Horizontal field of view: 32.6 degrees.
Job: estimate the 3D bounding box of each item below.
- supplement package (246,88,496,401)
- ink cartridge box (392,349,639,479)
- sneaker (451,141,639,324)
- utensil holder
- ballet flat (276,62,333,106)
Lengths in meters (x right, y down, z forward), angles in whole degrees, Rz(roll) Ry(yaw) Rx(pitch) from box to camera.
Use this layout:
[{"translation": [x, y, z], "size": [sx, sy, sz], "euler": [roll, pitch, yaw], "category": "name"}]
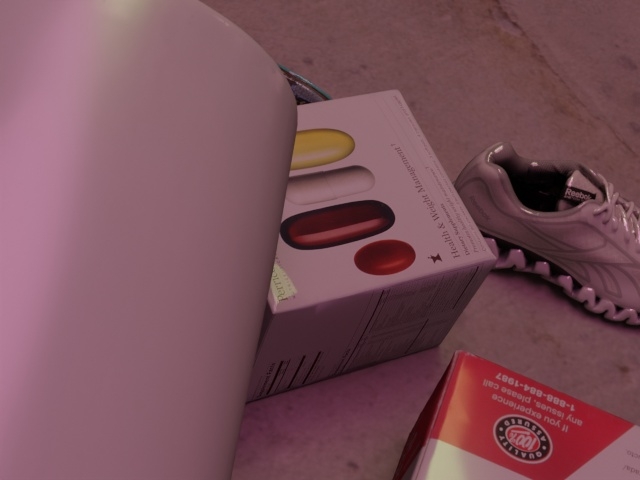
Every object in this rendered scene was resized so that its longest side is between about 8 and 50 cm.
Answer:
[{"translation": [0.000, 0.000, 0.938], "size": [0.203, 0.149, 0.194], "euler": [-13, 60, -25], "category": "supplement package"}, {"translation": [0.145, 0.311, 0.747], "size": [0.279, 0.160, 0.385], "euler": [24, 52, 3], "category": "ink cartridge box"}, {"translation": [0.260, -0.007, 1.039], "size": [0.292, 0.118, 0.110], "euler": [18, 50, -5], "category": "sneaker"}, {"translation": [-0.197, 0.062, 0.664], "size": [0.327, 0.327, 0.385], "euler": [13, 70, -7], "category": "utensil holder"}, {"translation": [-0.076, -0.160, 1.096], "size": [0.188, 0.070, 0.070], "euler": [34, 53, 12], "category": "ballet flat"}]
